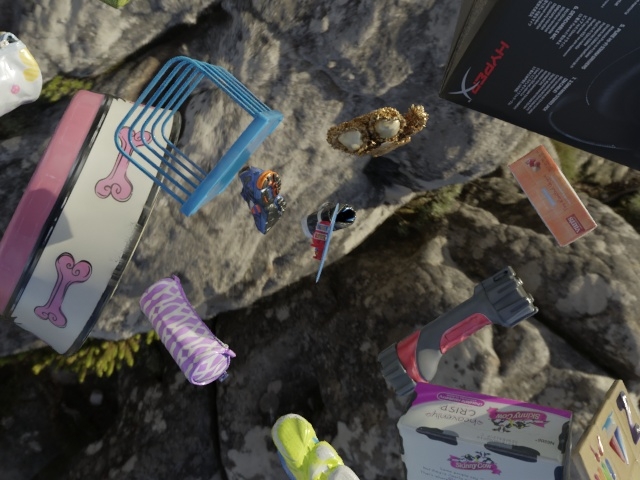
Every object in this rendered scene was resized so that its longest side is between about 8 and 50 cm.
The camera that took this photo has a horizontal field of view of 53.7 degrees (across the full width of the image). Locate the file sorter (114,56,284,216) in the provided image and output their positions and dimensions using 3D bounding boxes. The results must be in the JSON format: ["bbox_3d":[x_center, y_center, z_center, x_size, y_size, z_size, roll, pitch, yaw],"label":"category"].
[{"bbox_3d":[-0.120,-0.114,0.651,0.104,0.170,0.118,40,100,-7],"label":"file sorter"}]

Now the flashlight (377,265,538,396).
[{"bbox_3d":[0.253,0.179,1.175,0.304,0.103,0.103,-35,124,20],"label":"flashlight"}]

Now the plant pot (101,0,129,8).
[{"bbox_3d":[-0.441,-0.582,1.177,0.253,0.276,0.276,33,97,-19],"label":"plant pot"}]

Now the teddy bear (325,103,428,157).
[{"bbox_3d":[0.133,-0.278,1.558,0.245,0.338,0.113,-22,90,31],"label":"teddy bear"}]

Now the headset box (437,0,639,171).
[{"bbox_3d":[0.244,-0.127,0.339,0.293,0.218,0.110,19,65,-3],"label":"headset box"}]

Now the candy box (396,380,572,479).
[{"bbox_3d":[0.176,0.270,0.665,0.159,0.071,0.234,6,123,27],"label":"candy box"}]

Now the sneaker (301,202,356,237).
[{"bbox_3d":[0.047,-0.060,1.639,0.121,0.217,0.079,-14,100,25],"label":"sneaker"}]

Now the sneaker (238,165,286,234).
[{"bbox_3d":[-0.134,-0.096,1.424,0.087,0.221,0.083,33,61,19],"label":"sneaker"}]

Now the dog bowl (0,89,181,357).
[{"bbox_3d":[-0.366,-0.042,0.952,0.150,0.408,0.408,25,99,-22],"label":"dog bowl"}]

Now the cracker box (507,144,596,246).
[{"bbox_3d":[0.401,-0.069,1.089,0.067,0.232,0.156,-34,78,19],"label":"cracker box"}]

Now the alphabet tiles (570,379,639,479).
[{"bbox_3d":[0.299,0.302,0.518,0.011,0.285,0.343,-26,84,35],"label":"alphabet tiles"}]

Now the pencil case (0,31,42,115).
[{"bbox_3d":[-0.541,-0.205,0.916,0.113,0.124,0.273,50,50,-10],"label":"pencil case"}]

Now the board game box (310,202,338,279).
[{"bbox_3d":[0.000,0.000,1.301,0.033,0.133,0.169,16,115,3],"label":"board game box"}]

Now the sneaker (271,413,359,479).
[{"bbox_3d":[0.000,0.416,1.111,0.091,0.126,0.240,-28,70,-19],"label":"sneaker"}]

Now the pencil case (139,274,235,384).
[{"bbox_3d":[-0.237,0.157,1.106,0.088,0.086,0.206,-45,62,0],"label":"pencil case"}]
